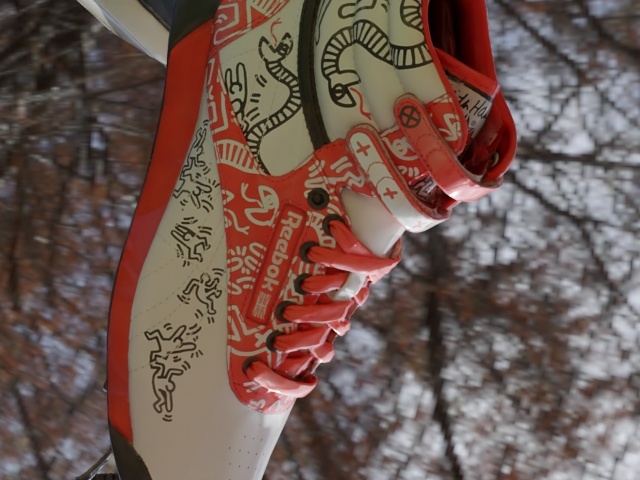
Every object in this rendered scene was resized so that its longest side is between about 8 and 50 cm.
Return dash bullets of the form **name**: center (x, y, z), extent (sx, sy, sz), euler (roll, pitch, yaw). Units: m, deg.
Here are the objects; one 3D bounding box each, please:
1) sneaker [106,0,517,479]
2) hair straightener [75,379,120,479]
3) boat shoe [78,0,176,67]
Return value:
- **sneaker**: center (-0.001, -0.001, 0.765), extent (0.090, 0.145, 0.270), euler (23, -108, -56)
- **hair straightener**: center (-0.095, 0.067, 0.997), extent (0.047, 0.230, 0.089), euler (-11, -73, 17)
- **boat shoe**: center (-0.045, -0.108, 0.993), extent (0.079, 0.095, 0.254), euler (-51, -53, -1)
